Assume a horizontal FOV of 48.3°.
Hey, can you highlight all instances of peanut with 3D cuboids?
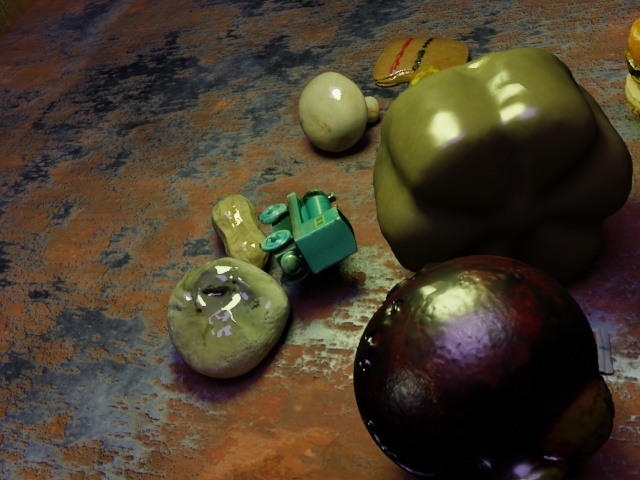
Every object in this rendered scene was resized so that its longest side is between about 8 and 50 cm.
[{"bbox_3d":[-0.189,-0.022,1.683,0.111,0.125,0.274,-29,44,-4],"label":"peanut"}]

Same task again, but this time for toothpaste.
[{"bbox_3d":[0.399,0.195,1.288,0.234,0.057,0.089,-2,54,14],"label":"toothpaste"}]

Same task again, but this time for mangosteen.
[{"bbox_3d":[0.247,0.234,1.115,0.381,0.421,0.381,-23,7,3],"label":"mangosteen"}]

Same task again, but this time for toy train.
[{"bbox_3d":[-0.030,-0.023,1.573,0.194,0.120,0.298,-28,24,6],"label":"toy train"}]

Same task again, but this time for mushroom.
[{"bbox_3d":[0.047,-0.341,1.832,0.209,0.206,0.206,-40,47,-15],"label":"mushroom"}]

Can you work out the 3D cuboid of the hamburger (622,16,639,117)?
[{"bbox_3d":[0.787,-0.368,1.522,0.291,0.225,0.291,-10,40,8],"label":"hamburger"}]

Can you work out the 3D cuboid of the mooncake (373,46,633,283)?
[{"bbox_3d":[0.331,-0.109,1.326,0.467,0.467,0.262,-18,40,6],"label":"mooncake"}]

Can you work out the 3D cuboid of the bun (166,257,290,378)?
[{"bbox_3d":[-0.205,0.152,1.503,0.273,0.168,0.272,-8,53,10],"label":"bun"}]

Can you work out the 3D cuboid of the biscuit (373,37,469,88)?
[{"bbox_3d":[0.262,-0.471,1.963,0.277,0.052,0.262,16,57,34],"label":"biscuit"}]
